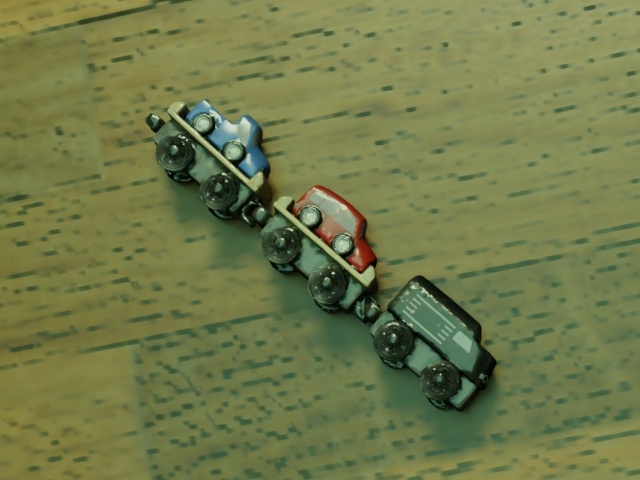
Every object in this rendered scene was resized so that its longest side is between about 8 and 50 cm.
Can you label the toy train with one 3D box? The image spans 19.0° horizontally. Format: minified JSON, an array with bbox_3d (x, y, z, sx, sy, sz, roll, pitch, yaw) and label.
[{"bbox_3d":[0.000,0.000,0.687,0.158,0.027,0.036,40,86,13],"label":"toy train"}]
